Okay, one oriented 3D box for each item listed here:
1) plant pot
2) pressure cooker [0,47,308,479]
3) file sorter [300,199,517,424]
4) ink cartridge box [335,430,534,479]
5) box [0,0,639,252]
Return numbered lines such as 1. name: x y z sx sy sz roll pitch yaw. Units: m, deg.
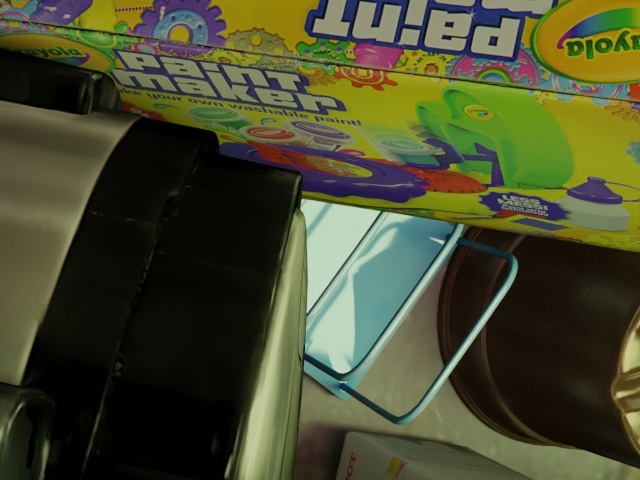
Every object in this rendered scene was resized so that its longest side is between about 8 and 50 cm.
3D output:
1. plant pot: 0.175 0.055 0.781 0.167 0.165 0.167 -3 99 -20
2. pressure cooker: -0.160 0.121 0.515 0.420 0.370 0.375 11 117 1
3. file sorter: 0.000 0.000 0.740 0.170 0.104 0.118 38 83 -20
4. ink cartridge box: 0.067 0.165 0.771 0.090 0.143 0.092 12 94 -31
5. box: 0.041 -0.166 0.589 0.290 0.177 0.279 10 76 16
